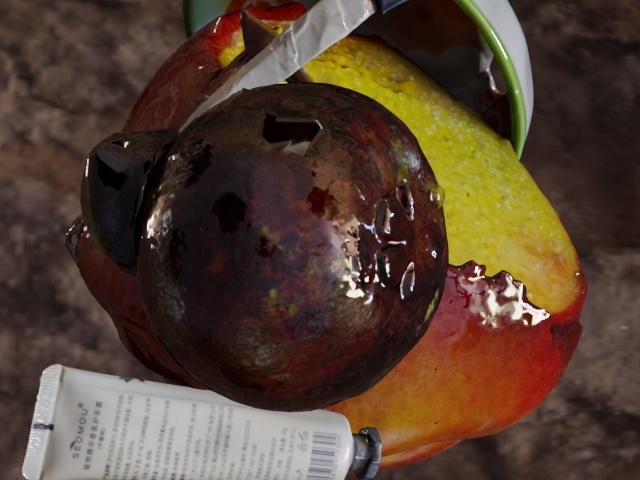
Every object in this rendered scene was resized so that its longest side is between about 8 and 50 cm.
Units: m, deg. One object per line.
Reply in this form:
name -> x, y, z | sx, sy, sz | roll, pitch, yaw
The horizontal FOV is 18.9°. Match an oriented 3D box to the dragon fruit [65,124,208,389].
dragon fruit -> -0.074, 0.029, 1.136 | 0.127, 0.120, 0.161 | -49, -140, 3

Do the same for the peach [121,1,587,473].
peach -> 0.000, 0.022, 1.521 | 0.406, 0.335, 0.310 | 47, -63, 17

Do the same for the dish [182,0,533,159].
dish -> 0.050, -0.178, 1.644 | 0.324, 0.124, 0.324 | 22, -38, 18

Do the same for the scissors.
scissors -> 0.018, -0.148, 1.219 | 0.300, 0.022, 0.109 | -40, -91, -7

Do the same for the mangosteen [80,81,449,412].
mangosteen -> -0.029, 0.002, 0.947 | 0.184, 0.172, 0.172 | 8, -88, 18

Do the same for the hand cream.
hand cream -> -0.074, 0.130, 1.255 | 0.050, 0.234, 0.080 | -138, -122, -68
